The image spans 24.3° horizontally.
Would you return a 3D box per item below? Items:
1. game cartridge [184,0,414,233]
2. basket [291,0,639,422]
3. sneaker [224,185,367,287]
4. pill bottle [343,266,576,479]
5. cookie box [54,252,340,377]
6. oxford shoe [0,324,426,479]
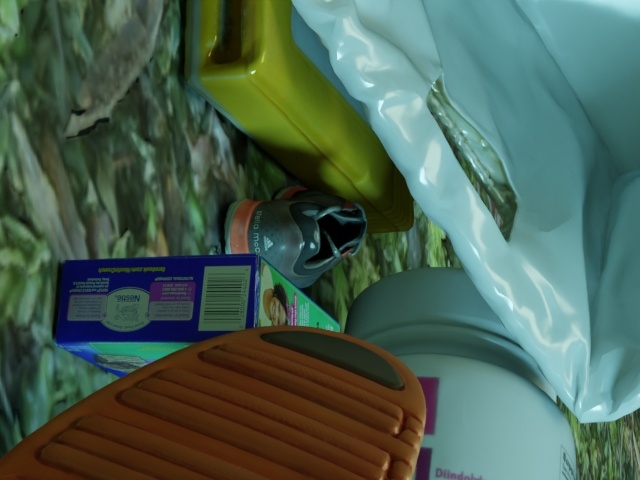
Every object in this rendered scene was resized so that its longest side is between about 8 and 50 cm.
[{"bbox_3d":[0.005,-0.176,0.923,0.323,0.052,0.285,35,53,-65],"label":"game cartridge"},{"bbox_3d":[0.213,-0.139,0.831,0.328,0.331,0.266,54,26,-17],"label":"basket"},{"bbox_3d":[0.000,0.000,0.845,0.158,0.065,0.061,-21,106,-71],"label":"sneaker"},{"bbox_3d":[0.063,0.166,0.844,0.160,0.160,0.283,65,27,-47],"label":"pill bottle"},{"bbox_3d":[-0.050,0.040,0.648,0.107,0.092,0.040,43,49,-63],"label":"cookie box"},{"bbox_3d":[-0.073,0.167,0.481,0.364,0.130,0.133,-50,151,-41],"label":"oxford shoe"}]
